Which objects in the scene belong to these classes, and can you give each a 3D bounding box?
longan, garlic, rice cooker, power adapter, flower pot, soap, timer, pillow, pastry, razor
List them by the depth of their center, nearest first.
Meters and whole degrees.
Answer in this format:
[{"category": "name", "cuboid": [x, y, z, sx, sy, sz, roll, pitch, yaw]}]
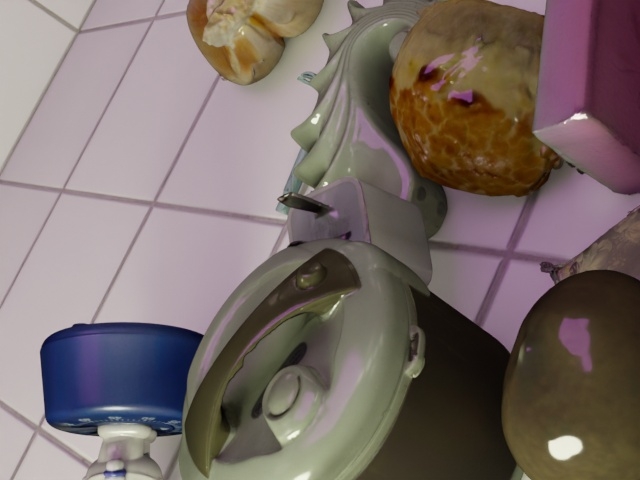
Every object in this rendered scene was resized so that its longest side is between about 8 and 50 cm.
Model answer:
[{"category": "longan", "cuboid": [0.268, 0.138, 0.964, 0.196, 0.196, 0.220, 6, 91, 54]}, {"category": "pillow", "cuboid": [0.354, 0.017, 1.085, 0.255, 0.059, 0.169, -41, 38, 26]}, {"category": "rice cooker", "cuboid": [0.025, 0.181, 1.124, 0.335, 0.325, 0.335, -31, 42, 33]}, {"category": "soap", "cuboid": [0.332, -0.204, 1.164, 0.081, 0.181, 0.259, -13, 57, 46]}, {"category": "power adapter", "cuboid": [0.026, -0.002, 1.259, 0.125, 0.205, 0.130, -24, 61, 34]}, {"category": "pastry", "cuboid": [0.205, -0.191, 1.274, 0.256, 0.170, 0.237, 20, 78, 12]}, {"category": "flower pot", "cuboid": [0.095, -0.180, 1.480, 0.254, 0.164, 0.368, 9, 74, 41]}, {"category": "timer", "cuboid": [-0.287, 0.332, 1.514, 0.270, 0.270, 0.384, -20, 64, 43]}, {"category": "razor", "cuboid": [-0.023, -0.153, 1.690, 0.068, 0.106, 0.232, 28, 95, 57]}, {"category": "garlic", "cuboid": [-0.135, -0.438, 1.948, 0.313, 0.249, 0.286, -128, 57, -75]}]

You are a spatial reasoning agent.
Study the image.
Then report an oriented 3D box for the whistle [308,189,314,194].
[{"category": "whistle", "cuboid": [0.000, 0.000, 1.565, 0.039, 0.039, 0.186, -32, 41, 32]}]
